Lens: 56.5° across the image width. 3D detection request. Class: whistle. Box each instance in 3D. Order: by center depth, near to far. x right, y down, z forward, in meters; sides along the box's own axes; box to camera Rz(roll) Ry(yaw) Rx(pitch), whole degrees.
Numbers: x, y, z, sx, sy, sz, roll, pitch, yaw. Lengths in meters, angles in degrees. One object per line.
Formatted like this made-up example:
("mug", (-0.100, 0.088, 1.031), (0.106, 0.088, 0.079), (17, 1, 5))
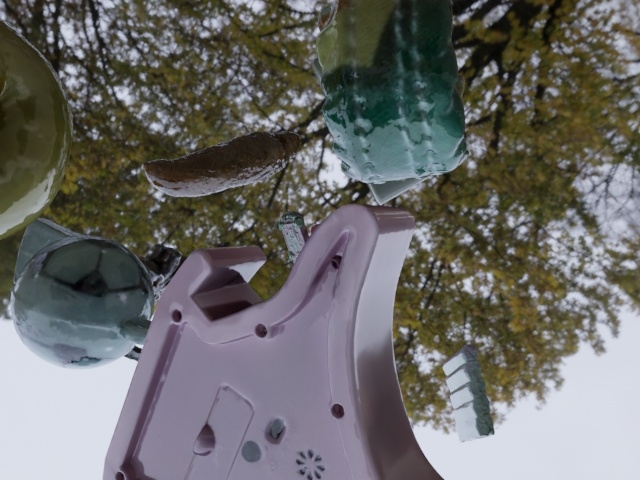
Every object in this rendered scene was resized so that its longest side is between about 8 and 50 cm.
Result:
("whistle", (-0.294, 0.058, 0.686), (0.290, 0.163, 0.163), (20, -145, 25))

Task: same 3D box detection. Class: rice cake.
("rice cake", (0.284, 0.303, 1.160), (0.037, 0.198, 0.189), (-9, -103, -2))

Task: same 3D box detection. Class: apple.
("apple", (-0.284, -0.080, 0.442), (0.200, 0.200, 0.200), (21, -134, -23))

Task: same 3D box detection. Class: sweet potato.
("sweet potato", (-0.142, -0.148, 1.079), (0.341, 0.092, 0.114), (-22, -148, -37))

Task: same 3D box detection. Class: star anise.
("star anise", (-0.425, 0.091, 1.470), (0.109, 0.236, 0.223), (56, 179, 14))

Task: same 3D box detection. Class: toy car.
("toy car", (-0.055, -0.005, 1.471), (0.055, 0.069, 0.142), (-31, -72, -46))

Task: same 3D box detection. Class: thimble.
("thimble", (0.104, -0.207, 0.786), (0.288, 0.167, 0.254), (-45, -52, -71))

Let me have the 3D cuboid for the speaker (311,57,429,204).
("speaker", (0.144, -0.313, 1.541), (0.406, 0.184, 0.183), (63, -176, -9))

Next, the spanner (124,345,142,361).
("spanner", (-0.284, 0.203, 1.004), (0.325, 0.093, 0.026), (24, -141, -11))

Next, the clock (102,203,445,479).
("clock", (0.006, 0.118, 0.383), (0.275, 0.290, 0.080), (24, -166, 23))

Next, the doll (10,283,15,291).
("doll", (-0.446, 0.082, 1.019), (0.137, 0.097, 0.209), (-10, -144, -14))

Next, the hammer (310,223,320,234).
("hammer", (0.000, 0.000, 1.433), (0.043, 0.043, 0.083), (4, -112, -36))
